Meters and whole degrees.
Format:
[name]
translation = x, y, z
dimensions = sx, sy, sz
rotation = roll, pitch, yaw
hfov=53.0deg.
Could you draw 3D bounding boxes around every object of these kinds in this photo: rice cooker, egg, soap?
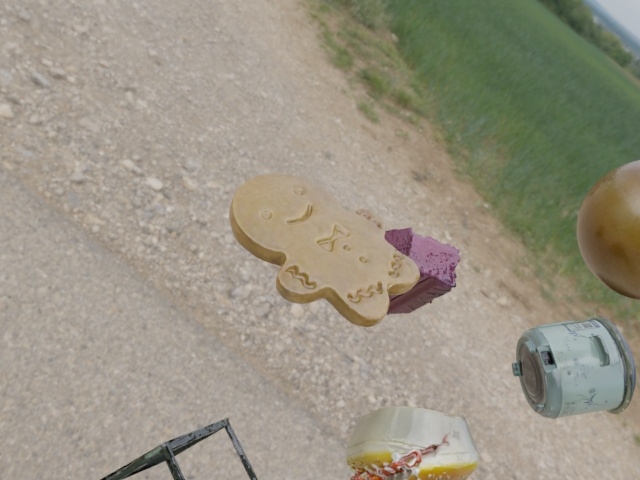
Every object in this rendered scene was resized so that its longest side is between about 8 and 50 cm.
[rice cooker]
translation = 0.694, 0.341, 1.733
dimensions = 0.317, 0.317, 0.264
rotation = 19, 46, -34
[egg]
translation = 0.667, -0.019, 1.294
dimensions = 0.351, 0.282, 0.282
rotation = 24, 29, -48
[soap]
translation = 0.154, 0.083, 1.425
dimensions = 0.182, 0.289, 0.112
rotation = 29, 54, -12

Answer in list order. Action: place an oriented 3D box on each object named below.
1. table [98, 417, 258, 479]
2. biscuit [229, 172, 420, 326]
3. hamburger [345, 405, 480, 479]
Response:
[table]
translation = -0.312, 0.618, 1.527
dimensions = 0.272, 0.222, 0.335
rotation = 61, 11, 13
[biscuit]
translation = 0.001, -0.002, 1.126
dimensions = 0.355, 0.052, 0.275
rotation = 40, 47, 17
[hamburger]
translation = 0.171, 0.413, 1.235
dimensions = 0.227, 0.295, 0.151
rotation = 10, 61, -12
